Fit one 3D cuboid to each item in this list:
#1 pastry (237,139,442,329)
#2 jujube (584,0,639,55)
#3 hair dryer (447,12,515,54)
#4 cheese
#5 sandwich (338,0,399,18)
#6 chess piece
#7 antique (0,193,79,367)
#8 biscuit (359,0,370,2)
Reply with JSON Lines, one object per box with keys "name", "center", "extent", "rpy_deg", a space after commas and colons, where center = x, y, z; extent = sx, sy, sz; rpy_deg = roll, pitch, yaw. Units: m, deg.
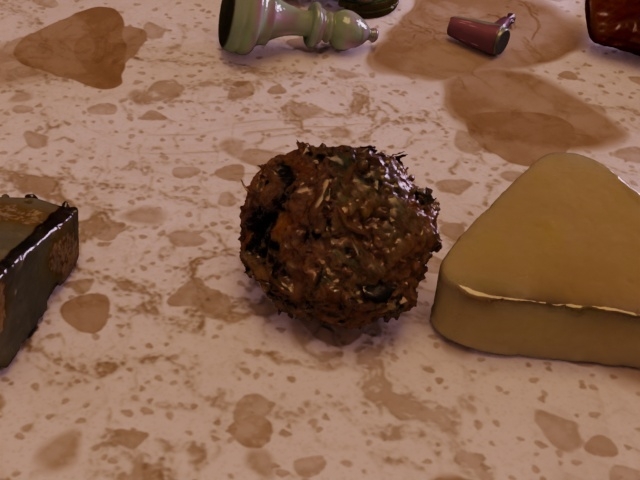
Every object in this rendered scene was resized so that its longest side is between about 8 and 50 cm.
{"name": "pastry", "center": [0.024, -0.018, 1.481], "extent": [0.275, 0.193, 0.275], "rpy_deg": [4, 56, -6]}
{"name": "jujube", "center": [0.597, -0.403, 2.066], "extent": [0.255, 0.190, 0.190], "rpy_deg": [-3, 38, 9]}
{"name": "hair dryer", "center": [0.308, -0.380, 2.109], "extent": [0.106, 0.054, 0.154], "rpy_deg": [26, 33, 29]}
{"name": "cheese", "center": [0.342, 0.012, 1.575], "extent": [0.384, 0.104, 0.384], "rpy_deg": [4, 39, -3]}
{"name": "sandwich", "center": [0.100, -0.438, 2.154], "extent": [0.135, 0.029, 0.067], "rpy_deg": [-27, 50, -31]}
{"name": "chess piece", "center": [-0.030, -0.367, 1.998], "extent": [0.271, 0.139, 0.139], "rpy_deg": [7, 37, -18]}
{"name": "antique", "center": [-0.395, 0.033, 1.441], "extent": [0.125, 0.150, 0.284], "rpy_deg": [12, 31, 9]}
{"name": "biscuit", "center": [-0.031, -0.518, 2.204], "extent": [0.325, 0.044, 0.217], "rpy_deg": [11, 38, 14]}
